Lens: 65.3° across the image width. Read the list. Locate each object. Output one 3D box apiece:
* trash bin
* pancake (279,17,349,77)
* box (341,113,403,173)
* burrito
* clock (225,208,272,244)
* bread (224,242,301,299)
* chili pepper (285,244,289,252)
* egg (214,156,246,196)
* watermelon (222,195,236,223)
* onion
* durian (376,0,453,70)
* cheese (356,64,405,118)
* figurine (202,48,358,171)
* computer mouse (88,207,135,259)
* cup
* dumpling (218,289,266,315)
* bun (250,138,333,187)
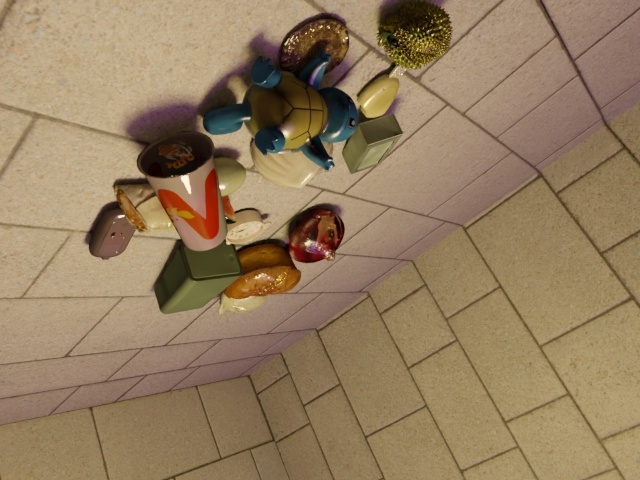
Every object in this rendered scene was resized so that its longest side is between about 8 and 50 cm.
[{"bbox_3d":[-0.482,0.144,1.928,0.222,0.158,0.343,-6,157,-40],"label":"trash bin"},{"bbox_3d":[-0.013,-0.481,1.263,0.199,0.021,0.199,-22,157,-10],"label":"pancake"},{"bbox_3d":[0.169,-0.317,1.662,0.129,0.086,0.225,-20,170,-16],"label":"box"},{"bbox_3d":[-0.448,-0.101,1.477,0.299,0.144,0.105,-10,-172,-38],"label":"burrito"},{"bbox_3d":[-0.287,-0.051,1.842,0.229,0.063,0.156,-9,155,-30],"label":"clock"},{"bbox_3d":[-0.235,0.116,2.074,0.339,0.195,0.179,-6,145,-22],"label":"bread"},{"bbox_3d":[-0.116,0.034,2.221,0.268,0.051,0.059,-38,151,21],"label":"chili pepper"},{"bbox_3d":[-0.291,-0.188,1.469,0.152,0.114,0.114,-21,157,-24],"label":"egg"},{"bbox_3d":[-0.336,-0.120,1.645,0.094,0.125,0.135,-50,145,-21],"label":"watermelon"},{"bbox_3d":[0.000,0.000,2.063,0.272,0.195,0.272,-36,152,-23],"label":"onion"},{"bbox_3d":[0.238,-0.527,1.285,0.198,0.146,0.159,-12,158,5],"label":"durian"},{"bbox_3d":[0.202,-0.469,1.484,0.127,0.050,0.255,-6,149,-40],"label":"cheese"},{"bbox_3d":[-0.083,-0.312,1.269,0.415,0.298,0.243,-7,178,-17],"label":"figurine"},{"bbox_3d":[-0.626,-0.028,1.526,0.120,0.057,0.232,-1,143,-44],"label":"computer mouse"},{"bbox_3d":[-0.346,-0.117,1.341,0.202,0.203,0.289,-21,137,-13],"label":"cup"},{"bbox_3d":[-0.339,0.212,2.279,0.318,0.187,0.243,-26,-162,19],"label":"dumpling"},{"bbox_3d":[-0.067,-0.240,1.496,0.262,0.175,0.263,-17,150,-10],"label":"bun"}]
